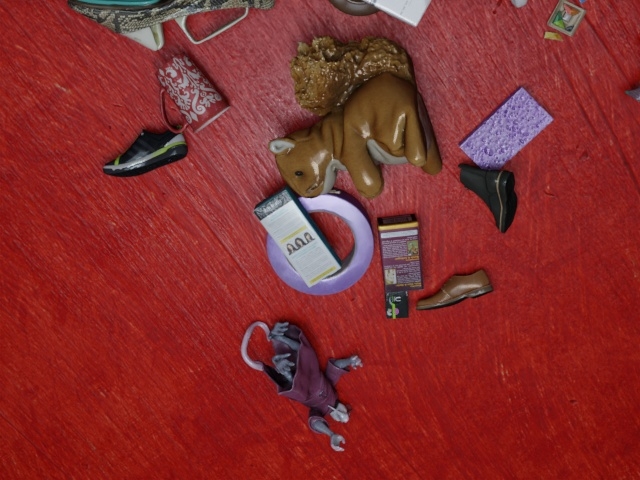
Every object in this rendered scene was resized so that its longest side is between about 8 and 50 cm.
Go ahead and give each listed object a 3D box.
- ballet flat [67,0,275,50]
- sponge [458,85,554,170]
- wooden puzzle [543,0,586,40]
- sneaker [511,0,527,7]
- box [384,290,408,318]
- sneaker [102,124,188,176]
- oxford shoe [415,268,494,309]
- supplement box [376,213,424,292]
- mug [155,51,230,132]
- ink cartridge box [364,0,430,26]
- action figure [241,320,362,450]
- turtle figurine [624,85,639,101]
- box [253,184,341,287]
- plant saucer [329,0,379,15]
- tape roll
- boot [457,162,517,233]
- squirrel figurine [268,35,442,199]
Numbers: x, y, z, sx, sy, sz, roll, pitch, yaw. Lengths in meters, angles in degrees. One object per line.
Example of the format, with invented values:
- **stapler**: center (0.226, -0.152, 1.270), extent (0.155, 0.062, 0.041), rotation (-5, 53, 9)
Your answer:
- **ballet flat**: center (-0.335, -0.539, 1.701), extent (0.483, 0.164, 0.182), rotation (-11, 128, 4)
- **sponge**: center (0.460, -0.270, 1.814), extent (0.117, 0.031, 0.210), rotation (43, 105, -12)
- **wooden puzzle**: center (0.585, -0.528, 1.731), extent (0.079, 0.014, 0.116), rotation (18, 108, -4)
- **sneaker**: center (0.482, -0.650, 1.656), extent (0.115, 0.090, 0.232), rotation (-1, 110, -1)
- **box**: center (0.205, 0.162, 1.961), extent (0.062, 0.052, 0.083), rotation (-4, 107, 4)
- **sneaker**: center (-0.445, -0.230, 1.852), extent (0.235, 0.084, 0.097), rotation (-17, 83, 7)
- **oxford shoe**: center (0.349, 0.135, 1.949), extent (0.212, 0.076, 0.076), rotation (-21, 77, 11)
- **supplement box**: center (0.208, 0.034, 1.901), extent (0.104, 0.081, 0.188), rotation (-6, 108, 4)
- **mug**: center (-0.327, -0.351, 1.769), extent (0.150, 0.113, 0.169), rotation (-39, 101, -16)
- **ink cartridge box**: center (0.111, -0.581, 1.595), extent (0.273, 0.198, 0.114), rotation (26, 108, -6)
- **action figure**: center (-0.038, 0.407, 1.983), extent (0.276, 0.248, 0.370), rotation (0, 140, 36)
- **turtle figurine**: center (0.832, -0.423, 1.709), extent (0.175, 0.118, 0.234), rotation (26, 113, -7)
- **box**: center (-0.055, -0.010, 1.814), extent (0.100, 0.060, 0.244), rotation (-32, 105, 12)
- **plant saucer**: center (0.094, -0.627, 1.704), extent (0.199, 0.036, 0.198), rotation (1, 108, 2)
- **tape roll**: center (0.000, 0.000, 1.894), extent (0.275, 0.090, 0.274), rotation (1, 109, 3)
- **boot**: center (0.423, -0.114, 1.858), extent (0.137, 0.077, 0.198), rotation (19, 141, 31)
- **squirrel figurine**: center (0.057, -0.286, 1.738), extent (0.371, 0.281, 0.397), rotation (-14, 94, 18)
